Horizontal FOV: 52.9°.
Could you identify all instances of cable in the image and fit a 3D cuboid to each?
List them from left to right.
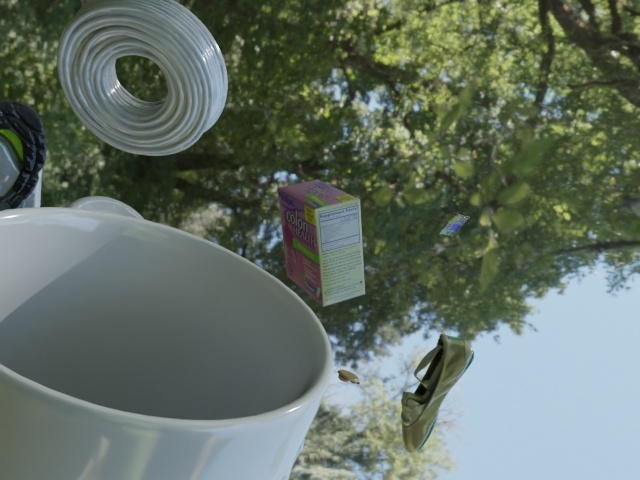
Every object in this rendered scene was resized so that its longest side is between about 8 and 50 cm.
[{"bbox_3d":[-0.274,-0.255,0.997,0.089,0.257,0.257,-79,-172,-54],"label":"cable"}]

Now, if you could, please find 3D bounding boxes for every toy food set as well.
[{"bbox_3d":[0.094,0.461,2.168,0.083,0.082,0.020,-134,-113,-77],"label":"toy food set"}]

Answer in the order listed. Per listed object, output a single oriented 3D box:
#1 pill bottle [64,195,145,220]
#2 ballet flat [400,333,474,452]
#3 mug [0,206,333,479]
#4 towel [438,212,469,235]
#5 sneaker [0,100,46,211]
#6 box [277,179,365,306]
[{"bbox_3d":[-0.526,0.084,1.401,0.363,0.210,0.210,-42,-134,38],"label":"pill bottle"},{"bbox_3d":[0.203,0.290,1.239,0.249,0.086,0.086,-62,-150,5],"label":"ballet flat"},{"bbox_3d":[-0.183,0.162,0.528,0.374,0.276,0.328,-115,-136,-66],"label":"mug"},{"bbox_3d":[0.373,-0.043,1.796,0.083,0.060,0.009,-51,-134,33],"label":"towel"},{"bbox_3d":[-0.423,-0.039,0.851,0.121,0.111,0.300,33,-69,56],"label":"sneaker"},{"bbox_3d":[0.000,0.000,1.550,0.213,0.117,0.243,34,-48,58],"label":"box"}]
